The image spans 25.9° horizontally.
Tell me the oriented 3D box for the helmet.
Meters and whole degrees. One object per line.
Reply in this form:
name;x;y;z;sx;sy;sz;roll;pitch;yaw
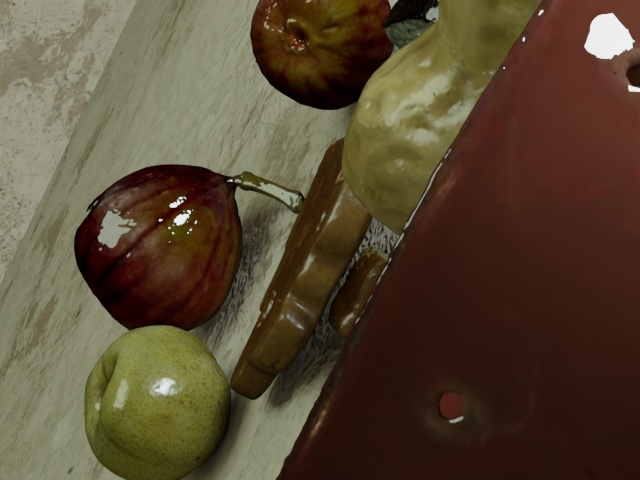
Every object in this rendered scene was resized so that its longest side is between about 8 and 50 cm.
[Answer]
helmet;0.156;0.050;0.659;0.338;0.230;0.385;-60;-13;-7

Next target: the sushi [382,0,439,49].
sushi;0.118;-0.205;1.261;0.078;0.090;0.150;-60;19;-5

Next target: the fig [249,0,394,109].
fig;0.011;-0.206;1.467;0.148;0.202;0.149;32;83;32

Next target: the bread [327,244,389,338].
bread;0.037;0.047;1.217;0.083;0.036;0.047;-61;20;12

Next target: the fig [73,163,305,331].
fig;-0.155;-0.020;1.561;0.249;0.186;0.204;-50;5;12

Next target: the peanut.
peanut;0.156;-0.142;0.950;0.387;0.192;0.169;-51;31;28

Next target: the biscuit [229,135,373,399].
biscuit;0.001;0.001;1.307;0.278;0.043;0.301;-58;10;43

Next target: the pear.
pear;-0.163;0.167;1.405;0.167;0.136;0.167;-48;29;37
